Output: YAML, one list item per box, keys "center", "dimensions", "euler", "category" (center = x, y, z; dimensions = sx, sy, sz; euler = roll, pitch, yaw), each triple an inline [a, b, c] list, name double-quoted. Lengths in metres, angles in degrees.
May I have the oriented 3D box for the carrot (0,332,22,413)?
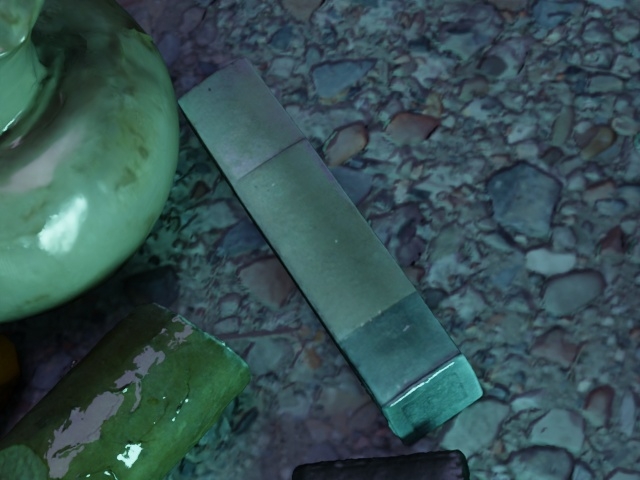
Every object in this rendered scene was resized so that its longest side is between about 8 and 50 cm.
- center: [-0.300, 0.191, 1.197]
  dimensions: [0.066, 0.066, 0.314]
  euler: [11, 54, 24]
  category: "carrot"

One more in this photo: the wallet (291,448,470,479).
- center: [0.035, 0.252, 1.101]
  dimensions: [0.124, 0.025, 0.244]
  euler: [-6, 60, 15]
  category: "wallet"

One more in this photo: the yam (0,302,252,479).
- center: [-0.166, 0.158, 1.181]
  dimensions: [0.106, 0.106, 0.259]
  euler: [33, 74, 31]
  category: "yam"

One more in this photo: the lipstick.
- center: [0.000, 0.000, 1.237]
  dimensions: [0.068, 0.066, 0.317]
  euler: [-34, 56, -2]
  category: "lipstick"

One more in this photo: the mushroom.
- center: [-0.254, -0.098, 1.242]
  dimensions: [0.297, 0.290, 0.298]
  euler: [-6, 52, 7]
  category: "mushroom"
